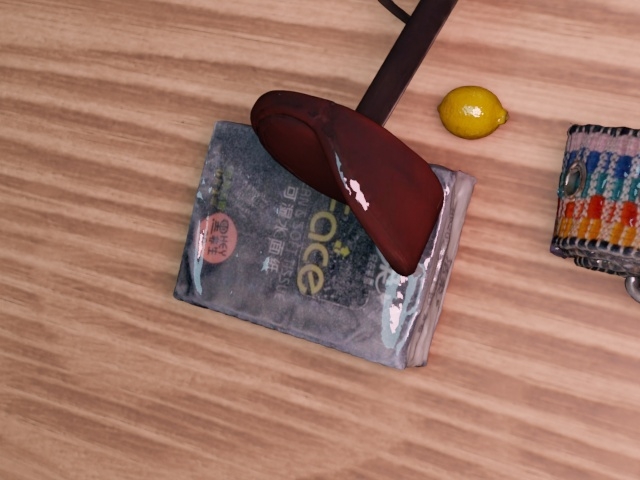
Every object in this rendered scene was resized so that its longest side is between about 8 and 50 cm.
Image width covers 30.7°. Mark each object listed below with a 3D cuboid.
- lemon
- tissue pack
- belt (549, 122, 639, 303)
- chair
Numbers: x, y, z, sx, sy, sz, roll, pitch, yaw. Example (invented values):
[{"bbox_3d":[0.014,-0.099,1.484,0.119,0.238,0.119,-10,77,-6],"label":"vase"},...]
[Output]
[{"bbox_3d":[0.170,-0.142,1.297,0.083,0.062,0.062,12,92,22],"label":"lemon"},{"bbox_3d":[0.000,0.000,1.347,0.316,0.103,0.227,14,93,26],"label":"tissue pack"},{"bbox_3d":[0.350,-0.011,1.122,0.295,0.207,0.160,13,90,27],"label":"belt"},{"bbox_3d":[0.084,-0.179,1.184,0.227,0.226,0.401,23,75,25],"label":"chair"}]
